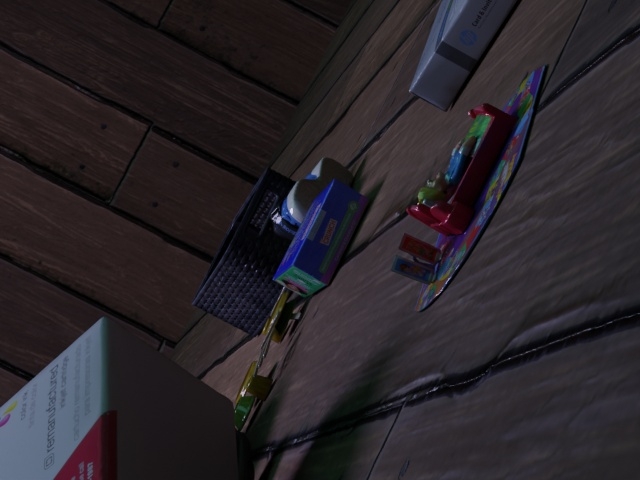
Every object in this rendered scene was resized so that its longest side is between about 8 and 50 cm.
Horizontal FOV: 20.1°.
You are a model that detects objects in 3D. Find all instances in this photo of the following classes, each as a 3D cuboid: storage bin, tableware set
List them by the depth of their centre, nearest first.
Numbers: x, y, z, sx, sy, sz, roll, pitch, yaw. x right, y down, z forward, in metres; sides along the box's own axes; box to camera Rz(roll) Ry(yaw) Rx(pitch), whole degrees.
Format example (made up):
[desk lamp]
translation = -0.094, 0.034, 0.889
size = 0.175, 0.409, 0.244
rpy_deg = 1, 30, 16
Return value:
[tableware set]
translation = -0.049, 0.110, 1.700
size = 0.154, 0.024, 0.104
rpy_deg = -75, 10, -62
[storage bin]
translation = -0.064, 0.015, 1.977
size = 0.122, 0.084, 0.180
rpy_deg = -65, 7, -27

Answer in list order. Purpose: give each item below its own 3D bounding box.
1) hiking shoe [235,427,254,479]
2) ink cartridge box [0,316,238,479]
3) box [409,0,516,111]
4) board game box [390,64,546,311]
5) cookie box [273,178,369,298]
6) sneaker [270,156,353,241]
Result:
[hiking shoe]
translation = -0.130, 0.229, 1.353
size = 0.227, 0.114, 0.086
rpy_deg = -65, 6, -23
[ink cartridge box]
translation = -0.199, 0.234, 1.216
size = 0.306, 0.131, 0.226
rpy_deg = -40, 31, 19
[box]
translation = 0.138, -0.211, 1.415
size = 0.186, 0.038, 0.145
rpy_deg = -57, 8, 40
[board game box]
translation = 0.084, -0.040, 1.095
size = 0.133, 0.033, 0.169
rpy_deg = -58, 7, 41
[cookie box]
translation = 0.000, 0.000, 1.659
size = 0.092, 0.040, 0.107
rpy_deg = -63, 5, -12
[sneaker]
translation = -0.016, -0.025, 1.832
size = 0.084, 0.058, 0.152
rpy_deg = -54, 4, 23
